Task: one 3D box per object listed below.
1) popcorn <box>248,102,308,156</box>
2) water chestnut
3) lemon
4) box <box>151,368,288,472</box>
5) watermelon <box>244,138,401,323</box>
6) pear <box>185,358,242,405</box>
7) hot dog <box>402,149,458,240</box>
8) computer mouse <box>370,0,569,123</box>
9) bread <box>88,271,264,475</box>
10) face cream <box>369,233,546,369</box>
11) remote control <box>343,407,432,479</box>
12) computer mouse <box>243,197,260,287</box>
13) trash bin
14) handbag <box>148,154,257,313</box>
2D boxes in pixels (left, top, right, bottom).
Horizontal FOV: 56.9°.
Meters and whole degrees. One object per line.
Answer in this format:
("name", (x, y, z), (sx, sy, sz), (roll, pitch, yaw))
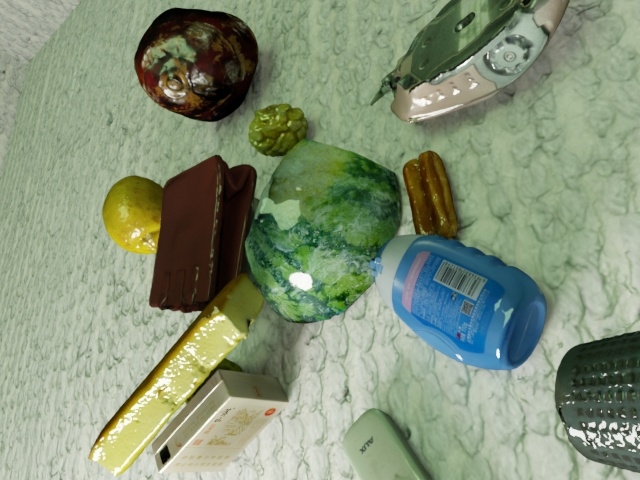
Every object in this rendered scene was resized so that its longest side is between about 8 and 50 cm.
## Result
("popcorn", (-0.086, -0.225, 1.182), (0.121, 0.116, 0.106), (-44, 28, 22))
("water chestnut", (-0.284, -0.415, 1.365), (0.289, 0.289, 0.244), (-24, 80, 36))
("lemon", (-0.430, -0.060, 1.407), (0.170, 0.170, 0.207), (-45, 44, 21))
("box", (-0.168, 0.307, 0.989), (0.201, 0.141, 0.058), (-49, 49, 19))
("watermelon", (0.000, 0.000, 0.978), (0.180, 0.224, 0.305), (50, -119, -87))
("pear", (-0.194, 0.265, 1.066), (0.131, 0.107, 0.107), (-43, 45, 36))
("hot dog", (0.167, -0.063, 0.897), (0.071, 0.045, 0.165), (-29, 53, 32))
("computer mouse", (0.223, -0.278, 0.900), (0.389, 0.115, 0.199), (-30, 35, 47))
("bread", (-0.225, 0.215, 0.946), (0.361, 0.077, 0.138), (-49, 3, 17))
("face cream", (0.167, 0.072, 0.800), (0.264, 0.083, 0.148), (29, 107, 48))
("remote control", (0.124, 0.351, 0.747), (0.090, 0.038, 0.309), (-51, 44, 15))
("computer mouse", (-0.189, 0.005, 1.193), (0.331, 0.095, 0.197), (12, 84, 53))
("trash bin", (0.325, 0.155, 0.560), (0.161, 0.176, 0.175), (-22, 56, 53))
("handbag", (-0.230, -0.004, 1.108), (0.260, 0.084, 0.275), (-14, 67, 48))
